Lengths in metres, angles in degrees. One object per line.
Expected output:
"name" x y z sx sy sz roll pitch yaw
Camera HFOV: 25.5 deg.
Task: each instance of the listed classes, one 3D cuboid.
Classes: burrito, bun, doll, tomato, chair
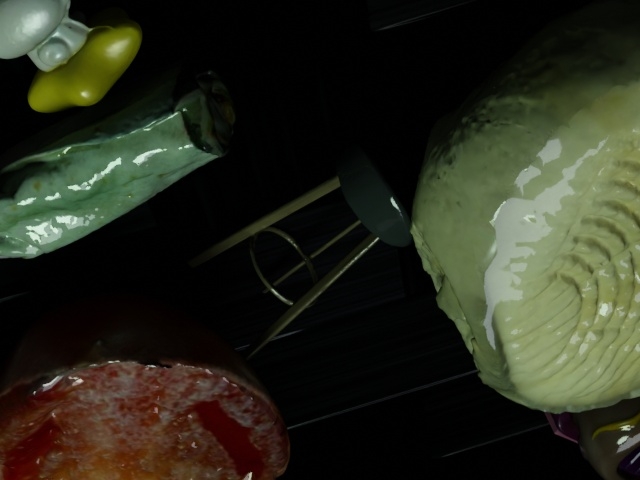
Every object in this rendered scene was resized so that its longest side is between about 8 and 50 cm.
"burrito" -0.173 -0.051 1.003 0.229 0.144 0.089 -24 102 10
"bun" 0.224 -0.043 1.131 0.364 0.202 0.364 -17 134 -18
"doll" -0.188 -0.131 0.941 0.135 0.071 0.113 -16 139 5
"tomato" -0.178 0.136 1.234 0.309 0.170 0.309 -5 137 -5
"chair" -0.001 0.000 1.203 0.221 0.104 0.095 -37 173 33

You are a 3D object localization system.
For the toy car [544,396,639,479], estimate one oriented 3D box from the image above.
"toy car" 0.421 0.168 1.506 0.341 0.240 0.271 -40 140 24
